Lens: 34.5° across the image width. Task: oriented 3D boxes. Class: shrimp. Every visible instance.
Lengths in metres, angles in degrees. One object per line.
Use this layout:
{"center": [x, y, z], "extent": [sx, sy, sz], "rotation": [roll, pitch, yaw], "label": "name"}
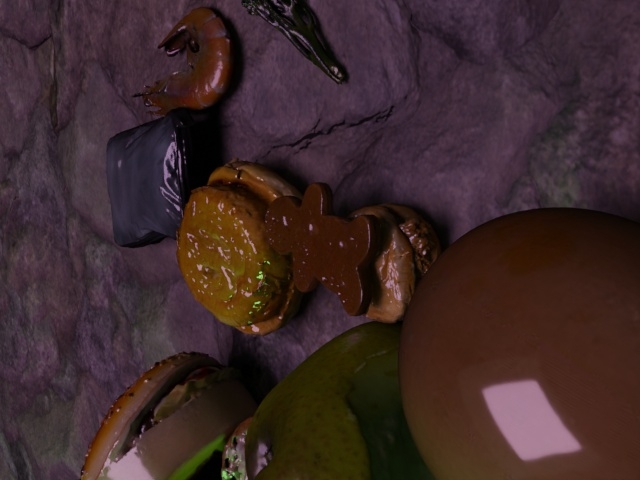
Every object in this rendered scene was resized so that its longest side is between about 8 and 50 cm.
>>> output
{"center": [-0.203, -0.249, 1.514], "extent": [0.248, 0.068, 0.150], "rotation": [-20, 71, 45], "label": "shrimp"}

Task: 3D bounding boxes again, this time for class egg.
{"center": [0.236, 0.136, 0.885], "extent": [0.374, 0.301, 0.301], "rotation": [41, 128, 37], "label": "egg"}

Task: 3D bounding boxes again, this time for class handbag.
{"center": [-0.260, -0.089, 1.584], "extent": [0.332, 0.074, 0.192], "rotation": [-7, 87, 61], "label": "handbag"}

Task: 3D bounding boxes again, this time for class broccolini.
{"center": [-0.025, -0.274, 1.317], "extent": [0.201, 0.058, 0.074], "rotation": [48, 149, 11], "label": "broccolini"}

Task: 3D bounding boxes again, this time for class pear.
{"center": [0.044, 0.236, 1.162], "extent": [0.176, 0.281, 0.287], "rotation": [-44, 65, 52], "label": "pear"}

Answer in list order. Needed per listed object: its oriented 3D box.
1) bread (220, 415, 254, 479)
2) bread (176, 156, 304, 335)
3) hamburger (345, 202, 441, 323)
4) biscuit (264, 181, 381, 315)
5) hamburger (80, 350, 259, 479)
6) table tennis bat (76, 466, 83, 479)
{"center": [-0.016, 0.343, 1.350], "extent": [0.274, 0.149, 0.274], "rotation": [29, 128, 45], "label": "bread"}
{"center": [-0.099, 0.015, 1.402], "extent": [0.198, 0.120, 0.236], "rotation": [35, 126, 31], "label": "bread"}
{"center": [0.080, 0.024, 1.222], "extent": [0.147, 0.083, 0.138], "rotation": [10, 110, 51], "label": "hamburger"}
{"center": [0.001, 0.000, 1.228], "extent": [0.205, 0.031, 0.138], "rotation": [24, 113, 47], "label": "biscuit"}
{"center": [-0.217, 0.295, 1.495], "extent": [0.176, 0.300, 0.300], "rotation": [40, 129, 18], "label": "hamburger"}
{"center": [-0.411, 0.510, 1.856], "extent": [0.310, 0.038, 0.200], "rotation": [-118, 14, -63], "label": "table tennis bat"}
